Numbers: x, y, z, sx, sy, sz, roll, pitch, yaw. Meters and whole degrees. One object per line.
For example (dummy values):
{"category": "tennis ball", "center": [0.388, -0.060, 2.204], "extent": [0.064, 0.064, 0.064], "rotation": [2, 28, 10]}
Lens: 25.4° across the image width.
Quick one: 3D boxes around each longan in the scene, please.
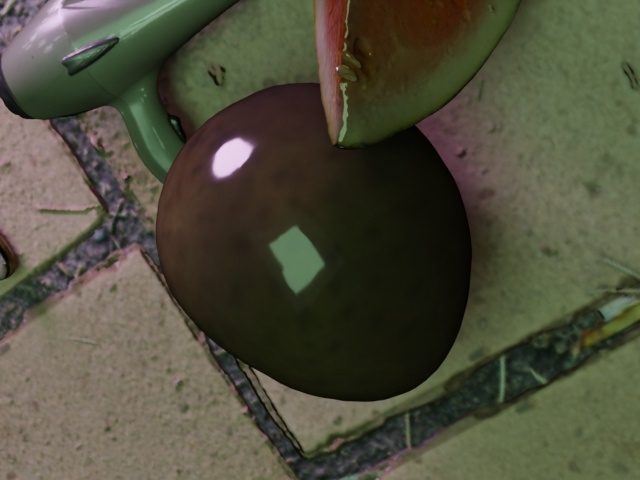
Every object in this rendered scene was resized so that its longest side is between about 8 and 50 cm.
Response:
{"category": "longan", "center": [0.000, 0.000, 0.913], "extent": [0.220, 0.196, 0.196], "rotation": [42, 119, 15]}

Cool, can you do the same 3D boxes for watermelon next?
{"category": "watermelon", "center": [0.075, -0.203, 0.847], "extent": [0.128, 0.159, 0.303], "rotation": [9, 99, -7]}

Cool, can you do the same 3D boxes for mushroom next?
{"category": "mushroom", "center": [-0.285, -0.003, 1.138], "extent": [0.101, 0.019, 0.049], "rotation": [34, 117, 13]}

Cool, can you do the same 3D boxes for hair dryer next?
{"category": "hair dryer", "center": [-0.088, -0.118, 0.989], "extent": [0.225, 0.088, 0.219], "rotation": [40, 115, -7]}
